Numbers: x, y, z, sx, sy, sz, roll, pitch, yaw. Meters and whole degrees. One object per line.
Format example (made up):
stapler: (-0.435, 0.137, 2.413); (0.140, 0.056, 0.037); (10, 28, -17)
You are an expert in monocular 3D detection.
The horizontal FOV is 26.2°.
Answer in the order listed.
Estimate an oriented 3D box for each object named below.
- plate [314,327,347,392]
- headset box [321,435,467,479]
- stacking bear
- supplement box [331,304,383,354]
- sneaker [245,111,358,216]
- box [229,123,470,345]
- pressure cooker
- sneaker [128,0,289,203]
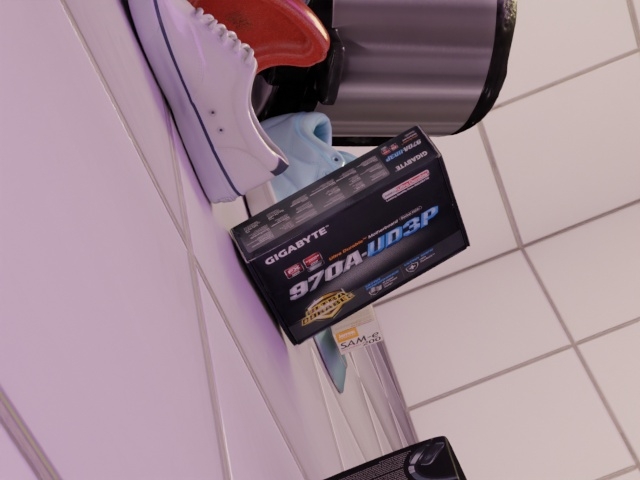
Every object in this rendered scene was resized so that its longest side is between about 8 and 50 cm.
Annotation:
plate: (0.005, 0.120, 1.907); (0.188, 0.024, 0.188); (-21, 90, -87)
headset box: (0.095, 0.323, 1.013); (0.283, 0.131, 0.246); (-99, 167, -74)
stacking bear: (-0.065, -0.352, 1.634); (0.164, 0.175, 0.289); (47, 44, -38)
supplement box: (0.045, 0.109, 1.867); (0.098, 0.062, 0.036); (-104, 174, -64)
sneaker: (-0.007, -0.048, 1.677); (0.366, 0.150, 0.135); (-109, 175, -45)
box: (0.035, -0.002, 1.407); (0.051, 0.220, 0.175); (59, -4, 36)
pressure cooker: (0.021, -0.328, 1.943); (0.370, 0.420, 0.375); (150, -63, -68)
sneaker: (-0.106, -0.165, 1.274); (0.094, 0.091, 0.258); (-101, 169, -75)
